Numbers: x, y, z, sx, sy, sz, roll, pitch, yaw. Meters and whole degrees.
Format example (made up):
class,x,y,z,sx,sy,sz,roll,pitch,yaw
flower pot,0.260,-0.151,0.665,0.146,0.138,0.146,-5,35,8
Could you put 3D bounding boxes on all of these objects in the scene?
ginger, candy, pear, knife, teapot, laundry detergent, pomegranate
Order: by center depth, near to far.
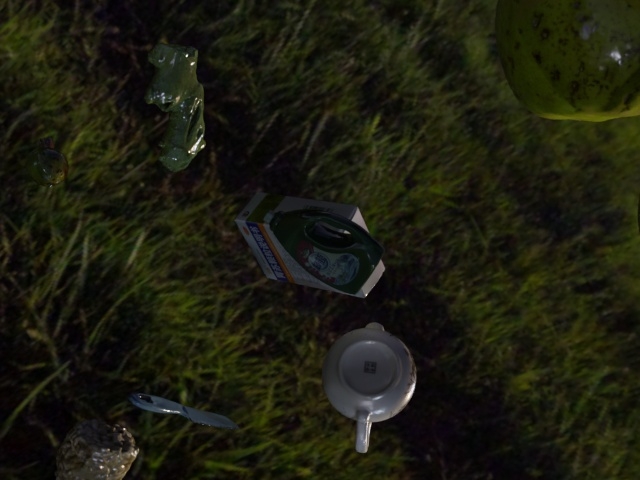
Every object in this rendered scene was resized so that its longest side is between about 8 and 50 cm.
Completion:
class,x,y,z,sx,sy,sz,roll,pitch,yaw
candy,-0.298,0.288,1.136,0.095,0.110,0.085,21,32,-33
pomegranate,-0.462,-0.131,1.472,0.073,0.073,0.084,42,39,-27
pear,0.485,-0.392,1.500,0.391,0.391,0.391,32,43,-36
laundry detergent,0.000,0.000,1.503,0.211,0.137,0.063,32,42,-3
knife,-0.237,0.313,1.558,0.044,0.019,0.313,47,8,34
ginger,-0.320,-0.297,1.900,0.137,0.089,0.289,-37,133,-42
teapot,0.103,0.321,1.927,0.208,0.166,0.299,12,77,-5

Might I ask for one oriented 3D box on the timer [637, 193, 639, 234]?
class,x,y,z,sx,sy,sz,roll,pitch,yaw
timer,0.582,-0.050,1.220,0.285,0.285,0.285,32,43,-36

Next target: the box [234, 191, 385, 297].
class,x,y,z,sx,sy,sz,roll,pitch,yaw
box,-0.024,0.008,1.968,0.106,0.299,0.200,-53,135,-30
